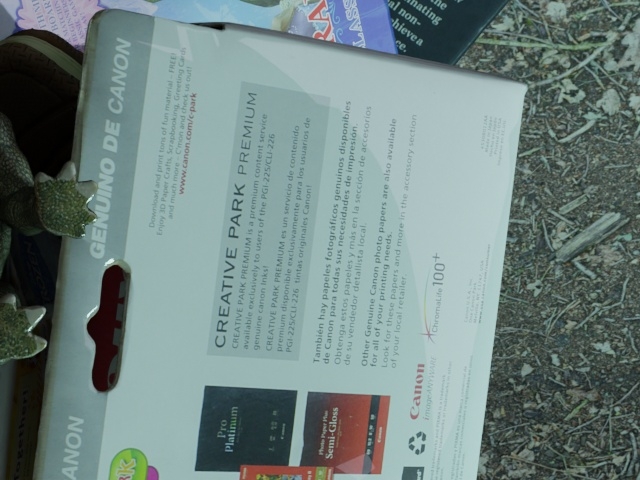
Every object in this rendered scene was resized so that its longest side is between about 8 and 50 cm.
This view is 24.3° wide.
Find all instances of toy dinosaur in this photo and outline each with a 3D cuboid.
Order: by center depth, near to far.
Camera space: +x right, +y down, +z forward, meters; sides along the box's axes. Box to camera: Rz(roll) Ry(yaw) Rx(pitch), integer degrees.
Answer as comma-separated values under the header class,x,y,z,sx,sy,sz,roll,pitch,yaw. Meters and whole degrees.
class,x,y,z,sx,sy,sz,roll,pitch,yaw
toy dinosaur,-0.185,0.014,0.698,0.160,0.121,0.313,-158,-112,-63

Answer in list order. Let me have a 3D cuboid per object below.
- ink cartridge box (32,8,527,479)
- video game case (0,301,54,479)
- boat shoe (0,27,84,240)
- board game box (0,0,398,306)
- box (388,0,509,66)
class,x,y,z,sx,sy,sz,roll,pitch,yaw
ink cartridge box,-0.046,0.045,0.806,0.130,0.272,0.309,8,-89,55
video game case,-0.158,0.148,0.847,0.206,0.026,0.227,-19,116,-80
boat shoe,-0.109,-0.032,0.909,0.257,0.095,0.095,55,31,-27
board game box,-0.075,-0.073,1.018,0.318,0.066,0.318,-30,118,-33
box,0.022,-0.249,1.251,0.212,0.395,0.293,33,27,-14
